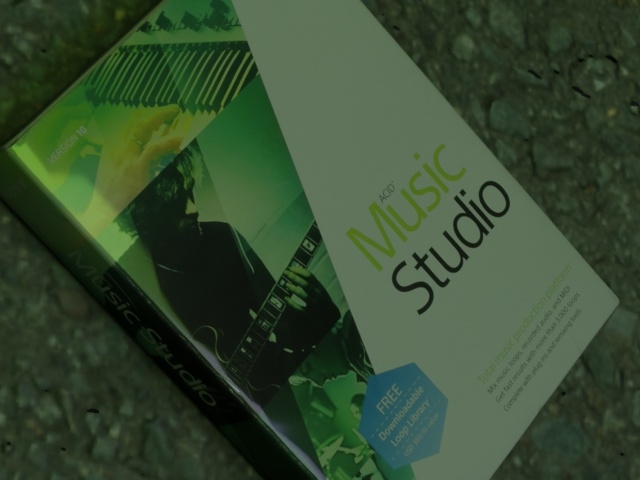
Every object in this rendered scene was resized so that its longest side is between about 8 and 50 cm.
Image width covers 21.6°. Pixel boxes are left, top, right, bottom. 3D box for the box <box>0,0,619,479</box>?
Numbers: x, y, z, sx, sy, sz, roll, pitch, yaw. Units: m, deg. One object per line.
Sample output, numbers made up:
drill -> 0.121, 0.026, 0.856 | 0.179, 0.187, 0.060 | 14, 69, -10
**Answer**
box -> 0.000, 0.000, 0.942 | 0.322, 0.058, 0.232 | 47, 60, -10
